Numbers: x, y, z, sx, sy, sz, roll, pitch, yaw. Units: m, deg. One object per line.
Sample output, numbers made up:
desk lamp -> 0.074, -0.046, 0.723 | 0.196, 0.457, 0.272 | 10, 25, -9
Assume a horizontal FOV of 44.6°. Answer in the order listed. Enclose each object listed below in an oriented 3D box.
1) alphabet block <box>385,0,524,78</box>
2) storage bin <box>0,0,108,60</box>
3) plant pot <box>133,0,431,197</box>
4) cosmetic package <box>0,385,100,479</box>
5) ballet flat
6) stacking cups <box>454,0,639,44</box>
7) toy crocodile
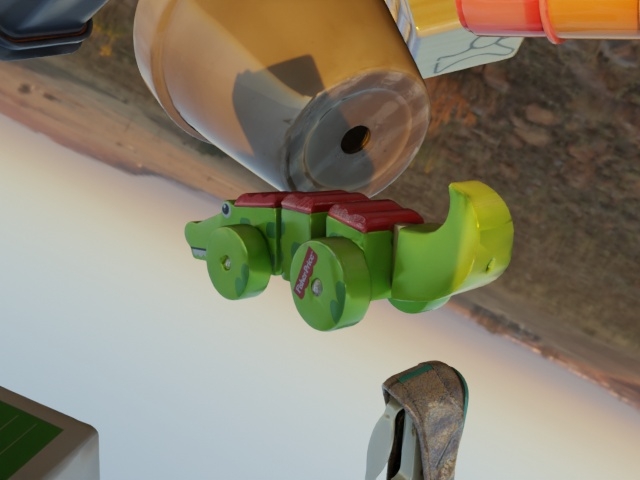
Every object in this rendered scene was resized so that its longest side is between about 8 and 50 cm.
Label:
alphabet block -> 0.209, -0.388, 1.234 | 0.197, 0.193, 0.192 | -14, 170, -4
storage bin -> -0.145, -0.177, 0.407 | 0.091, 0.135, 0.098 | -21, -174, 31
plant pot -> -0.024, -0.194, 0.926 | 0.323, 0.323, 0.280 | 27, -158, -48
cosmetic package -> -0.340, 0.159, 0.478 | 0.366, 0.155, 0.197 | 18, -149, 17
ballet flat -> 0.096, 0.287, 0.887 | 0.106, 0.315, 0.108 | -6, -167, -29
stacking cups -> 0.238, -0.158, 0.463 | 0.316, 0.095, 0.096 | 13, 171, 36
toy crocodile -> 0.000, 0.000, 0.627 | 0.115, 0.105, 0.341 | -6, -170, -36
